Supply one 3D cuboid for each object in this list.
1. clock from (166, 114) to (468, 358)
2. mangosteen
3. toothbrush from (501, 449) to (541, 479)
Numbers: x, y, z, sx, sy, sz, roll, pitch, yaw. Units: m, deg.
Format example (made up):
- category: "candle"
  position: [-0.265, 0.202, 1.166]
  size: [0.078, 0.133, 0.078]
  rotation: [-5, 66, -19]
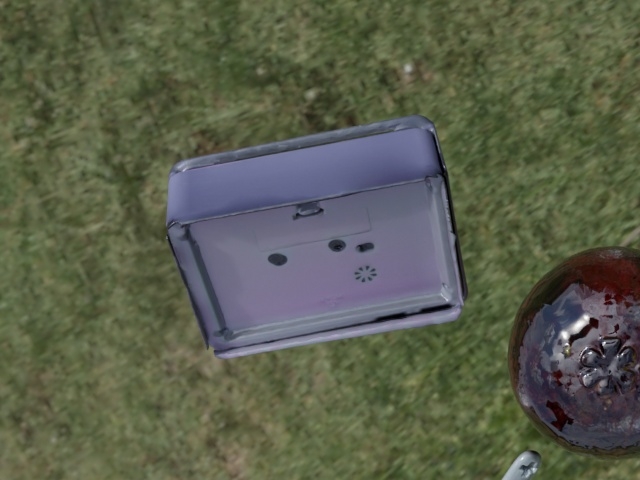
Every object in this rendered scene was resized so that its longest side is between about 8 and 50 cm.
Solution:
- category: "clock"
  position: [0.000, 0.001, 0.978]
  size: [0.193, 0.073, 0.144]
  rotation: [-10, 135, 4]
- category: "mangosteen"
  position: [0.326, 0.120, 1.549]
  size: [0.236, 0.261, 0.235]
  rotation: [2, 97, 14]
- category: "toothbrush"
  position: [0.134, 0.368, 1.535]
  size: [0.040, 0.040, 0.386]
  rotation: [39, 115, 18]
